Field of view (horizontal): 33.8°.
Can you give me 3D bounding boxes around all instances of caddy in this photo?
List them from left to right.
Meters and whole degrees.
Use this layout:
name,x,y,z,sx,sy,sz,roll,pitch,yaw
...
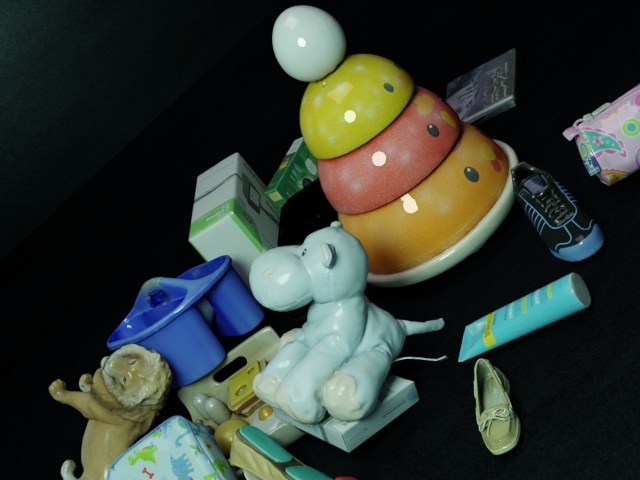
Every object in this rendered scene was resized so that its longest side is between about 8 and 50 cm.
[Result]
name,x,y,z,sx,sy,sz,roll,pitch,yaw
caddy,-0.265,0.142,1.976,0.241,0.179,0.341,-46,13,-32

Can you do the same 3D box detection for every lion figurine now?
name,x,y,z,sx,sy,sz,roll,pitch,yaw
lion figurine,-0.384,0.367,1.859,0.240,0.142,0.392,11,93,34

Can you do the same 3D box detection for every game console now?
name,x,y,z,sx,sy,sz,roll,pitch,yaw
game console,0.000,0.000,2.019,0.213,0.044,0.361,-34,33,29

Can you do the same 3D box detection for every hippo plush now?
name,x,y,z,sx,sy,sz,roll,pitch,yaw
hippo plush,0.016,0.110,1.529,0.294,0.237,0.234,-14,22,9

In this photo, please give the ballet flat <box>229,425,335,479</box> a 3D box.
name,x,y,z,sx,sy,sz,roll,pitch,yaw
ballet flat,-0.049,0.351,1.535,0.232,0.080,0.073,27,103,43

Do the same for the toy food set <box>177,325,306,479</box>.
name,x,y,z,sx,sy,sz,roll,pitch,yaw
toy food set,-0.149,0.284,1.764,0.219,0.092,0.306,-36,26,9

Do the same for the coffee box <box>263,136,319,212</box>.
name,x,y,z,sx,sy,sz,roll,pitch,yaw
coffee box,-0.045,-0.127,2.263,0.040,0.113,0.184,-15,36,39

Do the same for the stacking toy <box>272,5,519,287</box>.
name,x,y,z,sx,sy,sz,roll,pitch,yaw
stacking toy,0.080,-0.187,1.760,0.350,0.480,0.351,-32,27,18

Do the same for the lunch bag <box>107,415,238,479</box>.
name,x,y,z,sx,sy,sz,roll,pitch,yaw
lunch bag,-0.212,0.390,1.582,0.176,0.090,0.219,-40,61,4

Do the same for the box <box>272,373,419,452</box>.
name,x,y,z,sx,sy,sz,roll,pitch,yaw
box,0.033,0.239,1.580,0.145,0.038,0.186,-31,26,-30

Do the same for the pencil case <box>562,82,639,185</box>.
name,x,y,z,sx,sy,sz,roll,pitch,yaw
pencil case,0.519,-0.200,1.605,0.284,0.124,0.124,-33,26,12

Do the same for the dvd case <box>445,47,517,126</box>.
name,x,y,z,sx,sy,sz,roll,pitch,yaw
dvd case,0.325,-0.299,2.146,0.164,0.018,0.221,-26,29,28

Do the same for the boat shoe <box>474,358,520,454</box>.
name,x,y,z,sx,sy,sz,roll,pitch,yaw
boat shoe,0.230,0.221,1.402,0.056,0.048,0.153,-29,28,23

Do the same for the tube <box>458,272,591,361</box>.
name,x,y,z,sx,sy,sz,roll,pitch,yaw
tube,0.287,0.111,1.511,0.207,0.052,0.080,-31,17,33

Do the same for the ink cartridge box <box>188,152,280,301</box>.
name,x,y,z,sx,sy,sz,roll,pitch,yaw
ink cartridge box,-0.160,-0.028,2.158,0.114,0.198,0.273,-31,27,16

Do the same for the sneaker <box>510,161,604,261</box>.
name,x,y,z,sx,sy,sz,roll,pitch,yaw
sneaker,0.353,-0.048,1.617,0.081,0.090,0.232,-38,25,4

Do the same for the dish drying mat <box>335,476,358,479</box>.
name,x,y,z,sx,sy,sz,roll,pitch,yaw
dish drying mat,0.055,0.345,1.467,0.083,0.032,0.008,11,90,58
